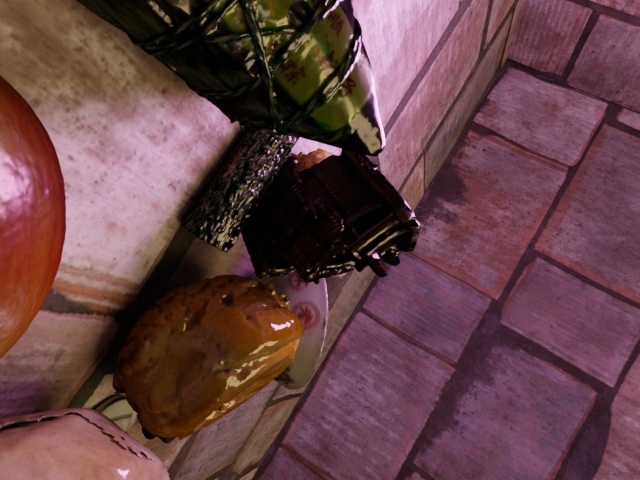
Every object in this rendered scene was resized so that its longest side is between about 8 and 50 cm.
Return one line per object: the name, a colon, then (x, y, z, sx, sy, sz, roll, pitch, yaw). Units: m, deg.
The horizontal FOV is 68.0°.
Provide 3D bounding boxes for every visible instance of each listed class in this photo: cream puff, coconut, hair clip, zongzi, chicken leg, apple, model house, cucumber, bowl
cream puff: (-0.203, 0.189, 0.861, 0.327, 0.231, 0.343, -19, 156, -44)
coconut: (-0.388, 0.399, 0.623, 0.353, 0.352, 0.353, -51, 161, -25)
hair clip: (-0.420, 0.367, 0.902, 0.140, 0.054, 0.220, -64, 165, -1)
zongzi: (-0.055, -0.315, 0.533, 0.362, 0.319, 0.383, -57, 145, -1)
chicken leg: (-0.056, -0.131, 1.055, 0.207, 0.101, 0.085, -38, 158, 0)
apple: (-0.329, -0.005, 0.421, 0.179, 0.254, 0.346, 13, 111, -27)
model house: (0.000, 0.000, 0.928, 0.282, 0.317, 0.297, -26, 141, -7)
cucumber: (-0.106, -0.147, 0.846, 0.359, 0.096, 0.096, -57, 163, -8)
bowl: (-0.127, 0.182, 1.138, 0.157, 0.337, 0.337, 9, 118, -27)

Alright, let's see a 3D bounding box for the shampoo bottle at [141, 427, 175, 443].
shampoo bottle: (-0.330, 0.403, 1.155, 0.246, 0.080, 0.079, -19, 136, -64)
